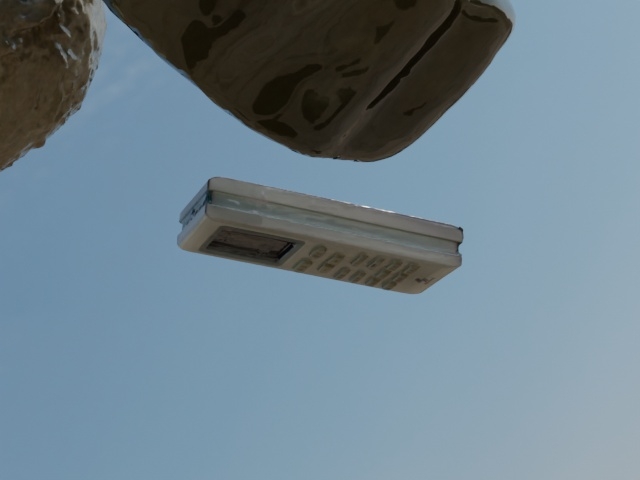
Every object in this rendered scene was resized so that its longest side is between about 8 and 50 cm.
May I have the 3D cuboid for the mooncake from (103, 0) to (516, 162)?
[{"bbox_3d":[-0.016,-0.246,1.104,0.201,0.378,0.378,-46,-24,24],"label":"mooncake"}]

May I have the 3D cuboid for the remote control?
[{"bbox_3d":[0.000,0.000,1.440,0.277,0.055,0.103,11,-23,-19],"label":"remote control"}]

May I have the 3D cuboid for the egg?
[{"bbox_3d":[-0.328,-0.194,1.289,0.279,0.279,0.310,122,169,-50],"label":"egg"}]
